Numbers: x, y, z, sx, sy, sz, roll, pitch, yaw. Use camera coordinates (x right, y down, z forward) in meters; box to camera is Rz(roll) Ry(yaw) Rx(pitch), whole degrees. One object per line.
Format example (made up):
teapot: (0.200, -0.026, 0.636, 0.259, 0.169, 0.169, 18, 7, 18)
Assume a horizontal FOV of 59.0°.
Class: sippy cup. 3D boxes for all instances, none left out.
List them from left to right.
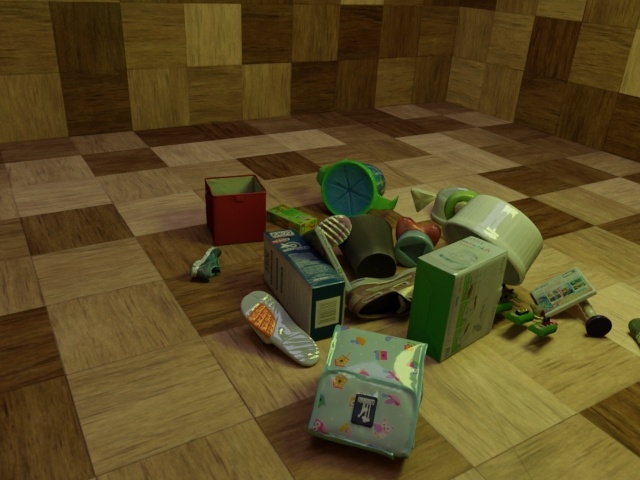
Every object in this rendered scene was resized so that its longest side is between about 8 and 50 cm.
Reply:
sippy cup: (0.152, -0.215, 2.272, 0.240, 0.305, 0.224, -34, -4, 29)

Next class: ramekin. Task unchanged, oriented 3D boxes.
ramekin: (0.550, -0.135, 2.255, 0.207, 0.109, 0.207, 2, 26, -1)
ramekin: (0.506, -0.006, 1.646, 0.135, 0.277, 0.277, -48, 44, -8)

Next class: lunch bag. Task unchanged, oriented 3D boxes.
lunch bag: (0.106, 0.330, 1.219, 0.223, 0.160, 0.262, 12, 39, 10)

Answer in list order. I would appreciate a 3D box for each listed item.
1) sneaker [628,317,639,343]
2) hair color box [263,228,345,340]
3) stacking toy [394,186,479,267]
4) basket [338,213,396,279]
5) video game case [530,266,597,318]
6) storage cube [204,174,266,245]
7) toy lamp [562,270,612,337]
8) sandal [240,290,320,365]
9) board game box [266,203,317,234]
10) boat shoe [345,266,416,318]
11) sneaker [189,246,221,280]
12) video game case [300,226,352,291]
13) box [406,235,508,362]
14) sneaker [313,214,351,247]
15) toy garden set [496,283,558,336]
sneaker: (0.893, 0.274, 1.514, 0.086, 0.064, 0.192, -4, 30, -25)
hair color box: (-0.055, 0.114, 1.611, 0.105, 0.174, 0.347, -10, 29, -25)
stacking toy: (0.392, -0.016, 1.823, 0.309, 0.279, 0.130, 8, 33, 11)
basket: (0.157, 0.035, 1.832, 0.204, 0.154, 0.227, -2, 30, -6)
video game case: (0.724, 0.155, 1.693, 0.157, 0.019, 0.143, -31, 22, 15)
storage cube: (-0.303, -0.111, 2.020, 0.215, 0.193, 0.183, -6, 28, -19)
toy lamp: (0.782, 0.179, 1.685, 0.080, 0.080, 0.274, 4, 29, 1)
sandal: (-0.114, 0.244, 1.471, 0.102, 0.076, 0.265, -31, 62, -35)
board game box: (-0.111, -0.082, 2.148, 0.181, 0.043, 0.092, 24, 33, 35)
boat shoe: (0.231, 0.164, 1.621, 0.324, 0.123, 0.116, -12, 32, -9)
sneaker: (-0.347, 0.081, 1.794, 0.076, 0.065, 0.166, 25, 33, 6)
video game case: (0.011, 0.060, 1.628, 0.023, 0.193, 0.212, -28, 2, -14)
box: (0.361, 0.149, 1.489, 0.231, 0.262, 0.127, -20, 34, -37)
sneaker: (0.000, 0.000, 1.850, 0.095, 0.236, 0.104, 47, 8, -7)
toy garden set: (0.567, 0.184, 1.621, 0.244, 0.049, 0.204, 29, 18, 37)
